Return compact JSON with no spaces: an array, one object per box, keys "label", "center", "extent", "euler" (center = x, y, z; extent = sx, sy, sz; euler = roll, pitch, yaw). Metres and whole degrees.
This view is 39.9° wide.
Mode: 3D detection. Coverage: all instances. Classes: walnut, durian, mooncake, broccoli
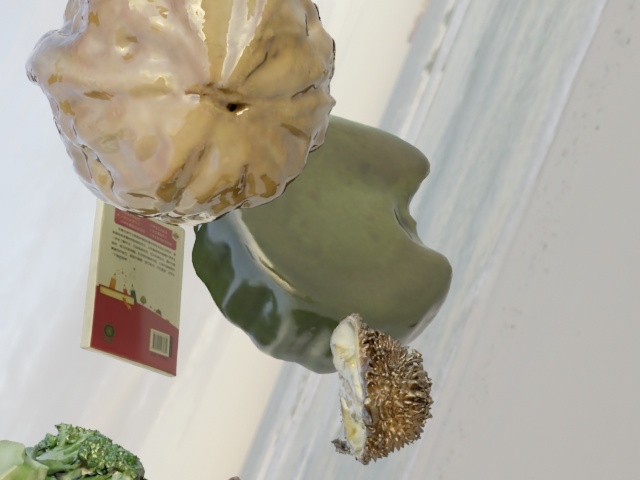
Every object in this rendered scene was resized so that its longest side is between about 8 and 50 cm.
[{"label":"walnut","center":[-0.091,-0.107,0.588],"extent":[0.245,0.198,0.198],"euler":[34,104,60]},{"label":"durian","center":[0.050,0.111,0.658],"extent":[0.140,0.071,0.110],"euler":[-123,26,-81]},{"label":"mooncake","center":[0.000,0.000,1.152],"extent":[0.187,0.351,0.351],"euler":[-54,11,52]},{"label":"broccoli","center":[-0.371,0.361,1.191],"extent":[0.270,0.270,0.270],"euler":[67,-146,-43]}]

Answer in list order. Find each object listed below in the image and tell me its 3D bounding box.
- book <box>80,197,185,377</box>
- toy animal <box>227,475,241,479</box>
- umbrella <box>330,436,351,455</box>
[{"label":"book","center":[-0.253,0.060,1.219],"extent":[0.162,0.022,0.232],"euler":[31,-131,-47]},{"label":"toy animal","center":[-0.058,0.275,0.546],"extent":[0.157,0.312,0.097],"euler":[-34,-45,-8]},{"label":"umbrella","center":[0.032,0.305,1.310],"extent":[0.083,0.031,0.020],"euler":[50,-135,-65]}]
